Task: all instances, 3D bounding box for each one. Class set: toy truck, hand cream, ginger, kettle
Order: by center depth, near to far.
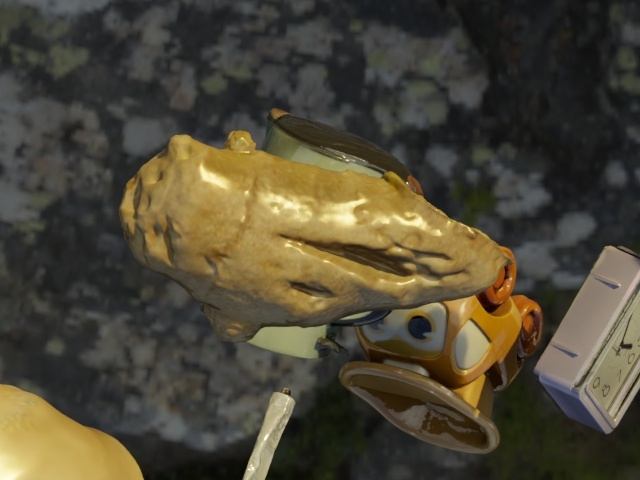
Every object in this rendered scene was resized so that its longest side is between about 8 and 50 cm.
[{"bbox_3d":[-0.040,0.149,1.234,0.019,0.093,0.030,13,153,21],"label":"hand cream"},{"bbox_3d":[0.000,0.000,1.495,0.354,0.126,0.190,2,101,-11],"label":"ginger"},{"bbox_3d":[0.000,0.001,1.969,0.240,0.165,0.255,27,102,27],"label":"kettle"},{"bbox_3d":[0.151,0.122,2.171,0.204,0.211,0.288,9,152,34],"label":"toy truck"}]

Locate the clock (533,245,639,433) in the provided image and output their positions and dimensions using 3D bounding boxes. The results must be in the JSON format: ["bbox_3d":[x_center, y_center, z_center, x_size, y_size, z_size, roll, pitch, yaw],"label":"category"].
[{"bbox_3d":[0.348,0.119,2.057,0.073,0.193,0.144,25,167,34],"label":"clock"}]

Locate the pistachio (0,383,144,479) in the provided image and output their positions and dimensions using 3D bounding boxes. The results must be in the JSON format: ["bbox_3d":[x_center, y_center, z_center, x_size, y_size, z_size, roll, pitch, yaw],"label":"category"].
[{"bbox_3d":[-0.254,0.179,0.980,0.309,0.230,0.230,-25,132,-10],"label":"pistachio"}]
